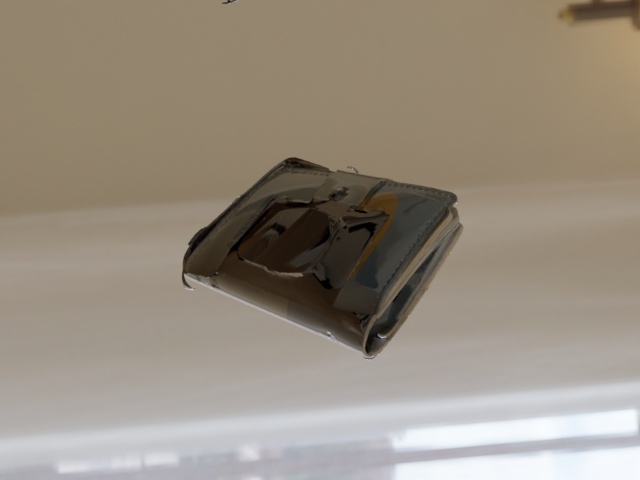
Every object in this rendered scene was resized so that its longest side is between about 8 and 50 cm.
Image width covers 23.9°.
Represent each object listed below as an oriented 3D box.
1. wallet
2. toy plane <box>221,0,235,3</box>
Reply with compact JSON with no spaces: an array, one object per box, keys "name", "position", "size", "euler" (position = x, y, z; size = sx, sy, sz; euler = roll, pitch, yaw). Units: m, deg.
[{"name":"wallet","position":[0.000,0.000,1.296],"size":[0.170,0.231,0.069],"euler":[-50,136,-24]},{"name":"toy plane","position":[-0.119,-0.339,1.958],"size":[0.145,0.060,0.037],"euler":[-32,139,-51]}]
